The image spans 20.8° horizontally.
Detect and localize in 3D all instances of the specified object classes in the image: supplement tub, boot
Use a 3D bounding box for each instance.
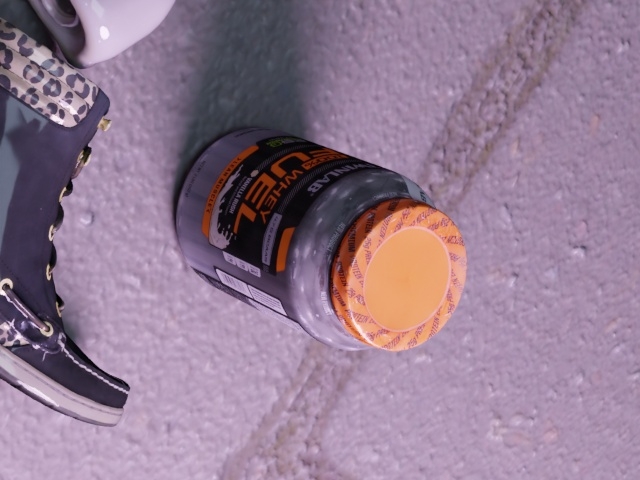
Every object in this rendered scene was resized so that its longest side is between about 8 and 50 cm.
[{"bbox_3d":[0.000,0.000,1.114,0.117,0.190,0.117,-11,110,-33],"label":"supplement tub"},{"bbox_3d":[-0.168,-0.005,1.061,0.236,0.085,0.179,40,78,-36],"label":"boot"}]

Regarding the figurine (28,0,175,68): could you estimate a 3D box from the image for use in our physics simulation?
[{"bbox_3d":[-0.066,-0.215,1.019,0.209,0.215,0.092,-34,78,-27],"label":"figurine"}]
